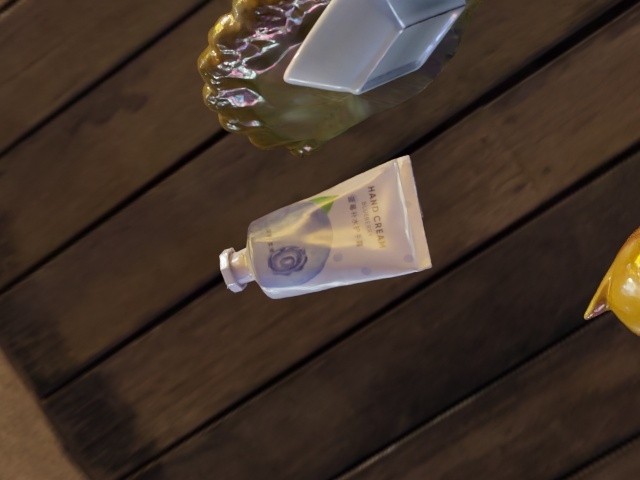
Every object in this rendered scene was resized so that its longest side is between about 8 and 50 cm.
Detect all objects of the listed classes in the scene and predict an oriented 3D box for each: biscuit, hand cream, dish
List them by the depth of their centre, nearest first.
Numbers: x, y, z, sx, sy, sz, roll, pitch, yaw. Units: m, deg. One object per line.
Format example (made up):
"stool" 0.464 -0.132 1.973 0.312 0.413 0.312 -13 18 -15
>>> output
"hand cream" 0.000 0.000 0.954 0.142 0.053 0.084 -19 63 19
"dish" 0.080 -0.211 1.382 0.064 0.234 0.154 46 129 11
"biscuit" 0.023 -0.198 1.600 0.329 0.335 0.078 -14 63 -13

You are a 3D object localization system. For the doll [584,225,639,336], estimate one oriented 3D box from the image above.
"doll" 0.423 0.053 1.462 0.270 0.167 0.162 27 129 32
